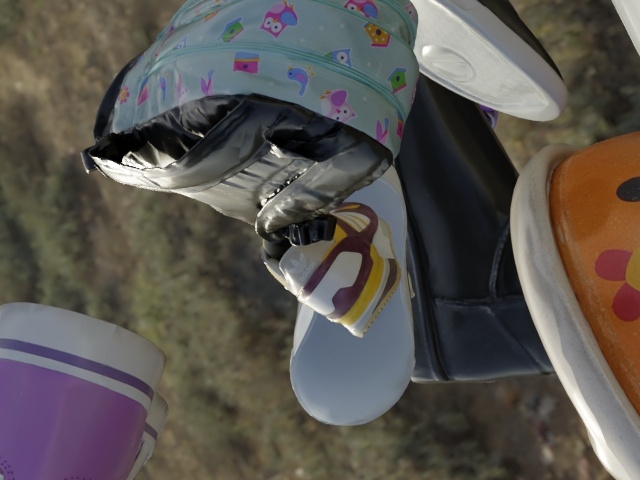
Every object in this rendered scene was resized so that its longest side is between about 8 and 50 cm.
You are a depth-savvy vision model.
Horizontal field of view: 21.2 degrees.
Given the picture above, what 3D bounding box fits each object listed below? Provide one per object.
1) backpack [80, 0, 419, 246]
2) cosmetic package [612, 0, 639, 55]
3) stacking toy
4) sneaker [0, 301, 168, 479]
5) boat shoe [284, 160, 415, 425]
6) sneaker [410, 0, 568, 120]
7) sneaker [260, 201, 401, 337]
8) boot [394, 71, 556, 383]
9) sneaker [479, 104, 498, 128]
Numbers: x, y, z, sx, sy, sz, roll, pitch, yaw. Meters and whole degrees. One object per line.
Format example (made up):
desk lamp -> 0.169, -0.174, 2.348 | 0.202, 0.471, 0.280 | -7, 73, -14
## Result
backpack -> -0.027, -0.075, 0.890 | 0.182, 0.152, 0.115 | -22, 56, 62
cosmetic package -> 0.490, -0.338, 1.696 | 0.327, 0.329, 0.393 | 57, 172, -27
stacking toy -> 0.402, -0.018, 1.166 | 0.480, 0.350, 0.350 | -34, 79, 24
sneaker -> -0.139, 0.128, 0.792 | 0.282, 0.102, 0.161 | 110, 174, -77
boat shoe -> 0.024, 0.029, 1.484 | 0.105, 0.113, 0.306 | -89, -5, -50
sneaker -> 0.080, -0.216, 1.177 | 0.296, 0.147, 0.104 | 38, 157, -9
sneaker -> 0.000, 0.000, 1.162 | 0.084, 0.069, 0.185 | 34, -173, -15
boot -> 0.277, -0.046, 1.556 | 0.445, 0.146, 0.367 | -5, 104, 30
sneaker -> 0.160, -0.154, 1.866 | 0.104, 0.236, 0.095 | 29, 141, 34
